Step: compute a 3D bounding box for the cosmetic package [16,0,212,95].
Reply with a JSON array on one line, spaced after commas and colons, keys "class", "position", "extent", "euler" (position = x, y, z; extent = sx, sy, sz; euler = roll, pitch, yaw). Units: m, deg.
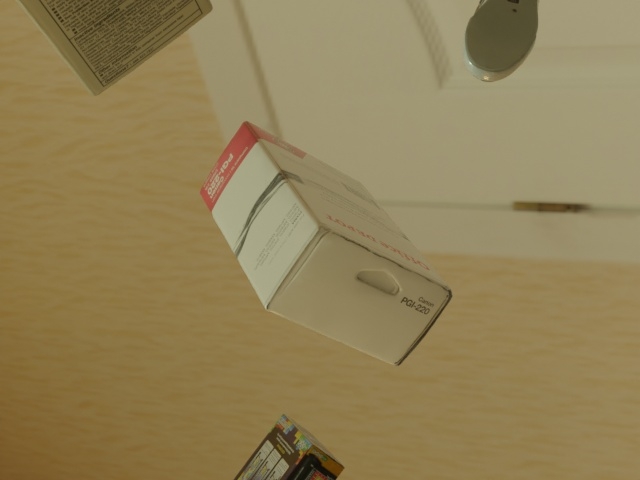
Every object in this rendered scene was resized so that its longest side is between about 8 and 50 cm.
[{"class": "cosmetic package", "position": [-0.220, -0.274, 0.958], "extent": [0.153, 0.129, 0.296], "euler": [-36, -23, -5]}]

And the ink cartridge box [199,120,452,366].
[{"class": "ink cartridge box", "position": [0.000, 0.000, 1.017], "extent": [0.158, 0.218, 0.092], "euler": [26, -75, -33]}]

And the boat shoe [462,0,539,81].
[{"class": "boat shoe", "position": [0.176, -0.199, 1.086], "extent": [0.083, 0.065, 0.183], "euler": [100, -169, -53]}]

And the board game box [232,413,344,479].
[{"class": "board game box", "position": [-0.050, 0.276, 1.239], "extent": [0.141, 0.048, 0.170], "euler": [-54, 11, -5]}]
